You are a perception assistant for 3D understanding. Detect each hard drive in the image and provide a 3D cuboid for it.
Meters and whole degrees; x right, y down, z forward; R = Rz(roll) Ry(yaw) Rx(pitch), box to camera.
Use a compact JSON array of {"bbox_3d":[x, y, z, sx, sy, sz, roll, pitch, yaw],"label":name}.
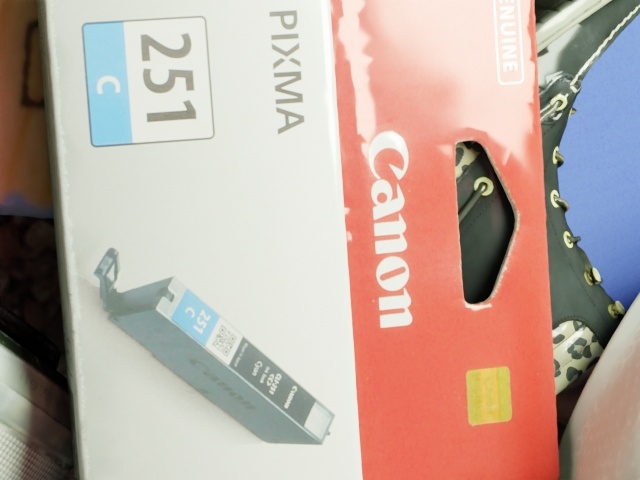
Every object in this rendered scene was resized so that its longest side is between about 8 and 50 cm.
[{"bbox_3d":[0.189,-0.055,1.076,0.318,0.040,0.210,-18,98,-23],"label":"hard drive"}]

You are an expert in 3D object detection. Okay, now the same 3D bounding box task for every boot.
[{"bbox_3d":[0.124,-0.031,0.980,0.236,0.085,0.178,-41,108,-11],"label":"boot"}]

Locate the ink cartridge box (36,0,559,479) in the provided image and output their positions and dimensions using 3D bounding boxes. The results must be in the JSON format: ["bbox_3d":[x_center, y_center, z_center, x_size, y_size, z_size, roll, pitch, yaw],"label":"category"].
[{"bbox_3d":[0.000,0.000,0.870,0.261,0.066,0.296,-5,96,-12],"label":"ink cartridge box"}]

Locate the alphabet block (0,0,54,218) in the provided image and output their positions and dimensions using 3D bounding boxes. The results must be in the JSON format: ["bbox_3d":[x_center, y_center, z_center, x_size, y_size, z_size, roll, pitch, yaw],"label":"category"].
[{"bbox_3d":[-0.139,-0.111,0.966,0.193,0.192,0.197,5,92,-25],"label":"alphabet block"}]

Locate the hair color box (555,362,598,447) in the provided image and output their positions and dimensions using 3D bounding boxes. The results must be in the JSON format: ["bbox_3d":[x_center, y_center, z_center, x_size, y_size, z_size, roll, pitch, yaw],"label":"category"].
[{"bbox_3d":[0.139,0.054,1.137,0.347,0.105,0.174,28,81,-21],"label":"hair color box"}]

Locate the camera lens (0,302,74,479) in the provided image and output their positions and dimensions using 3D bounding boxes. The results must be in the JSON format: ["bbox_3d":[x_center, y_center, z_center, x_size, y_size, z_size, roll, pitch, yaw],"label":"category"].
[{"bbox_3d":[-0.270,0.133,0.903,0.219,0.219,0.274,38,78,-20],"label":"camera lens"}]

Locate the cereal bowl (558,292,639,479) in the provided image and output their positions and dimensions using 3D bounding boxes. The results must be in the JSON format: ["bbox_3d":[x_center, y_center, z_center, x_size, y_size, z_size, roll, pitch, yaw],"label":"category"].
[{"bbox_3d":[0.232,0.100,0.983,0.141,0.339,0.339,30,78,19],"label":"cereal bowl"}]
